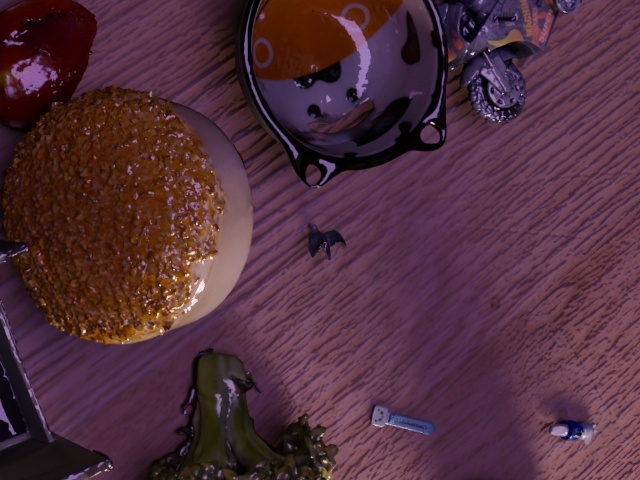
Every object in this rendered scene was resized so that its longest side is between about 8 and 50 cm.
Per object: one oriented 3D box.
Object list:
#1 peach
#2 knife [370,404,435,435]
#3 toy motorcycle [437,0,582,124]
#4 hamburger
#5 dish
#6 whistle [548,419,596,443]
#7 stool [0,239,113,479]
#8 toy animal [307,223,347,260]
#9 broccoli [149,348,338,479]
[{"bbox_3d":[-0.311,-0.202,1.606,0.172,0.092,0.127,-42,105,-17],"label":"peach"},{"bbox_3d":[0.107,0.233,1.863,0.096,0.010,0.027,17,84,-26],"label":"knife"},{"bbox_3d":[0.230,-0.309,1.864,0.173,0.108,0.307,23,79,-19],"label":"toy motorcycle"},{"bbox_3d":[-0.214,-0.023,1.553,0.179,0.294,0.276,-8,73,-53],"label":"hamburger"},{"bbox_3d":[0.011,-0.215,1.747,0.303,0.120,0.303,0,91,-26],"label":"dish"},{"bbox_3d":[0.341,0.260,1.969,0.083,0.029,0.033,9,103,-33],"label":"whistle"},{"bbox_3d":[-0.365,0.137,1.485,0.170,0.270,0.243,-23,101,-25],"label":"stool"},{"bbox_3d":[-0.001,0.001,1.795,0.084,0.050,0.028,-14,135,-60],"label":"toy animal"},{"bbox_3d":[-0.080,0.267,1.677,0.243,0.180,0.272,-2,91,-25],"label":"broccoli"}]
